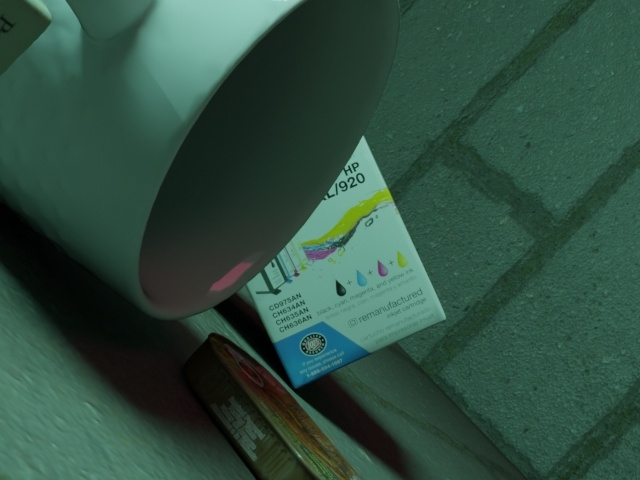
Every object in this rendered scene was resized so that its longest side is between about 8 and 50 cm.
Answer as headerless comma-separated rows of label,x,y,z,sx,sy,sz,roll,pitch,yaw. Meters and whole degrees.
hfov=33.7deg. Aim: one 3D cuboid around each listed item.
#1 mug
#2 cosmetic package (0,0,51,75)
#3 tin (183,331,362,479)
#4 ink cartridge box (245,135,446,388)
mug,-0.164,-0.158,0.702,0.328,0.276,0.374,35,-6,17
cosmetic package,-0.260,-0.136,0.372,0.129,0.153,0.296,49,6,32
tin,-0.029,0.139,0.746,0.189,0.040,0.106,46,-1,35
ink cartridge box,0.000,0.000,1.096,0.168,0.171,0.232,-90,155,-85
